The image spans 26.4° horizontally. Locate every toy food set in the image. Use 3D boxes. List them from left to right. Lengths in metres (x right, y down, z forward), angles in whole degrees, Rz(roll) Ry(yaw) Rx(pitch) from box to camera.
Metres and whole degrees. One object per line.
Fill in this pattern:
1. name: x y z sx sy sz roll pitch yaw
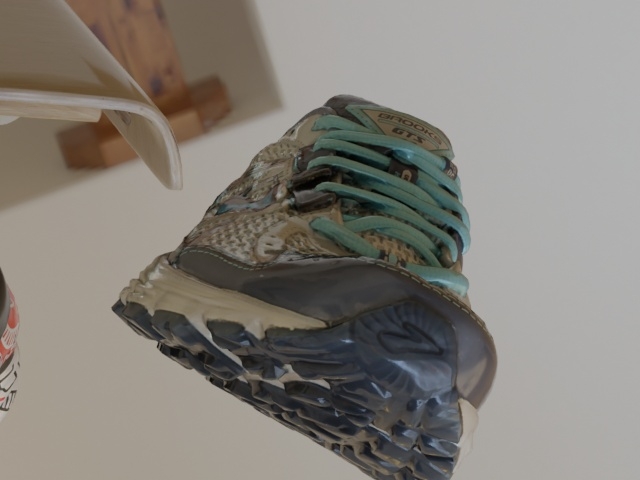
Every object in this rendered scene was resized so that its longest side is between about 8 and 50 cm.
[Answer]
1. toy food set: -0.260 -0.096 0.835 0.220 0.306 0.092 48 129 50

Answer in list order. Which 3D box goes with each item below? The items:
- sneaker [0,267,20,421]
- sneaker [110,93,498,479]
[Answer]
1. sneaker: -0.266 0.099 0.652 0.090 0.270 0.145 55 162 18
2. sneaker: 0.000 0.000 0.480 0.110 0.122 0.283 33 176 -12
